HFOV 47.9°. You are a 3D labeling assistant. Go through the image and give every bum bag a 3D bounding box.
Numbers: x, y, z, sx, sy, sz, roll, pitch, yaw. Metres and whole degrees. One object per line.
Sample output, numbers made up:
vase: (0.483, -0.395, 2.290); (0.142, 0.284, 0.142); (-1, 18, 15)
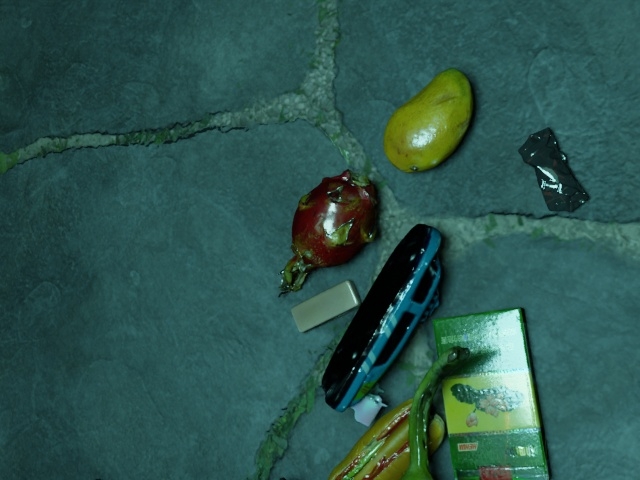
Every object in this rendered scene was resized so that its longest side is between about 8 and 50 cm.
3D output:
bum bag: (0.325, -0.097, 1.012); (0.058, 0.034, 0.124); (-25, 74, 12)

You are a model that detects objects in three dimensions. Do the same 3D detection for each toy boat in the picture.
toy boat: (0.112, 0.122, 1.062); (0.092, 0.134, 0.298); (29, 98, -7)

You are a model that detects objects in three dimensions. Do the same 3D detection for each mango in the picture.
mango: (0.166, -0.172, 1.075); (0.165, 0.089, 0.115); (-39, 59, 14)

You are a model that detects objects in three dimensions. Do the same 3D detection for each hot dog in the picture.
hot dog: (0.087, 0.329, 1.063); (0.092, 0.062, 0.235); (43, 104, 20)

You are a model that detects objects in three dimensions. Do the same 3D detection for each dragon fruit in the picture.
dragon fruit: (0.000, 0.000, 1.130); (0.125, 0.125, 0.246); (46, 121, 10)

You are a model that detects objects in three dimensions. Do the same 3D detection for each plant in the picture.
plant: (0.159, 0.338, 0.979); (0.251, 0.180, 0.333); (-32, 38, 61)

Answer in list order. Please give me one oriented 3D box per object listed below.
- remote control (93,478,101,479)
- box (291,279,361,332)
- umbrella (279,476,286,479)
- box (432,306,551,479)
remote control: (-0.332, 0.518, 1.269); (0.245, 0.025, 0.063); (34, 100, 25)
box: (0.009, 0.105, 1.150); (0.115, 0.025, 0.048); (-29, 76, 21)
umbrella: (-0.003, 0.475, 1.059); (0.272, 0.122, 0.110); (48, 130, 14)
box: (0.239, 0.219, 1.016); (0.132, 0.034, 0.235); (-12, 77, 24)
